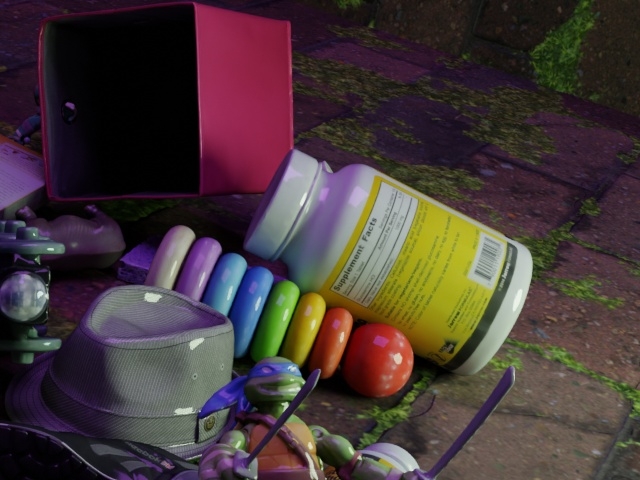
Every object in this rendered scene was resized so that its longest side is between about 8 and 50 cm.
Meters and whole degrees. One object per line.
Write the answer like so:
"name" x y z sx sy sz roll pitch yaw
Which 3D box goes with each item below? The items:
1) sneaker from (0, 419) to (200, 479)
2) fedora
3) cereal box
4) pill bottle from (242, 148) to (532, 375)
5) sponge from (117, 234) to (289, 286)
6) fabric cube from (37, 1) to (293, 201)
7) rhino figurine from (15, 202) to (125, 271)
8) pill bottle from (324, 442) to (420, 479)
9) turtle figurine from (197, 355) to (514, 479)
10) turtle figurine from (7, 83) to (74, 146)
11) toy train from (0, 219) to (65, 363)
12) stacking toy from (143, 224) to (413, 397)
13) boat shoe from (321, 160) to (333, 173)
"sneaker" -0.200 0.232 1.309 0.283 0.107 0.124 20 10 -3
"fedora" -0.191 0.128 1.504 0.243 0.124 0.275 31 27 36
"cereal box" -0.474 -0.076 1.883 0.173 0.047 0.240 27 30 13
"pill bottle" 0.081 0.021 1.765 0.334 0.188 0.188 27 21 -7
"sponge" -0.149 0.051 1.848 0.210 0.031 0.117 18 22 10
"fabric cube" -0.208 -0.186 1.950 0.259 0.254 0.258 0 4 27
"rhino figurine" -0.356 0.004 1.777 0.243 0.073 0.106 -7 27 -41
"pill bottle" 0.034 0.263 1.344 0.103 0.103 0.184 21 23 16
"turtle figurine" -0.003 0.227 1.141 0.274 0.266 0.198 -3 -6 30
"turtle figurine" -0.390 -0.179 2.162 0.234 0.118 0.175 37 30 33
"toy train" -0.380 0.047 1.475 0.190 0.142 0.334 3 1 -21
"stacking toy" -0.046 0.098 1.675 0.330 0.141 0.141 19 22 2
"boat shoe" 0.002 0.003 1.980 0.091 0.109 0.305 -25 35 9
